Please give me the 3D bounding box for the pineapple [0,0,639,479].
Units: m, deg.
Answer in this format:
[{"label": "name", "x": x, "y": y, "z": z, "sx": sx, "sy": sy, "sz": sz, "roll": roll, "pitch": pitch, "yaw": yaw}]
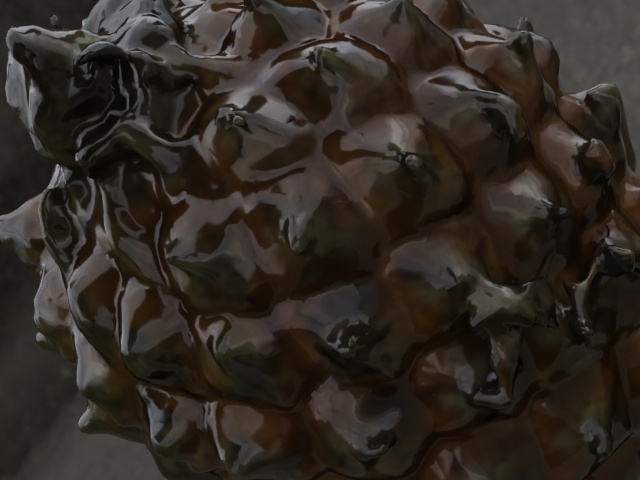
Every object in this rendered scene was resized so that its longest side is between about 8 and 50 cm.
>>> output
[{"label": "pineapple", "x": 0.000, "y": 0.000, "z": 0.447, "sx": 0.166, "sy": 0.193, "sz": 0.166, "roll": -38, "pitch": 35, "yaw": 33}]
